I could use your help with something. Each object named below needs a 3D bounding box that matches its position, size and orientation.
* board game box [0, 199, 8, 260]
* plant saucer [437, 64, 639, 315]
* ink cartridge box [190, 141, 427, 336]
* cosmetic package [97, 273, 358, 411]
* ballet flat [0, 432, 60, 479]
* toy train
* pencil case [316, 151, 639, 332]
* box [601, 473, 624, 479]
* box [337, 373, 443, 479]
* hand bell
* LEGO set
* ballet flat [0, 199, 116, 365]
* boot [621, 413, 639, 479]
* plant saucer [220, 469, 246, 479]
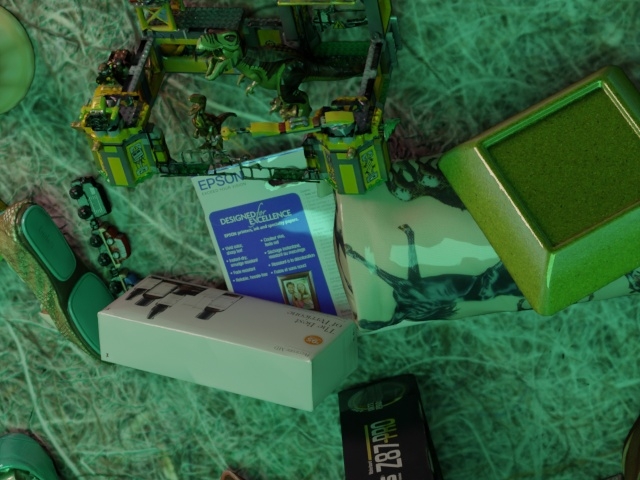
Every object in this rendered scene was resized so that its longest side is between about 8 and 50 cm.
[{"bbox_3d":[-0.432,-0.059,1.929,0.124,0.039,0.259,-41,97,22],"label":"board game box"},{"bbox_3d":[0.221,-0.056,1.614,0.188,0.045,0.188,-29,60,-5],"label":"plant saucer"},{"bbox_3d":[0.000,0.000,1.858,0.206,0.045,0.208,-13,109,16],"label":"ink cartridge box"},{"bbox_3d":[-0.091,0.096,1.836,0.239,0.099,0.060,11,120,25],"label":"cosmetic package"},{"bbox_3d":[-0.286,0.322,2.019,0.083,0.087,0.247,-27,104,19],"label":"ballet flat"},{"bbox_3d":[-0.212,0.007,1.916,0.036,0.027,0.158,-19,106,6],"label":"toy train"},{"bbox_3d":[0.200,-0.027,1.721,0.410,0.183,0.160,-9,137,7],"label":"pencil case"},{"bbox_3d":[0.251,0.347,1.827,0.128,0.257,0.123,-21,103,18],"label":"box"},{"bbox_3d":[0.111,0.368,1.829,0.097,0.318,0.395,-14,108,6],"label":"box"},{"bbox_3d":[-0.366,-0.141,1.771,0.126,0.242,0.126,4,111,9],"label":"hand bell"},{"bbox_3d":[-0.074,-0.183,1.687,0.331,0.255,0.192,8,140,20],"label":"LEGO set"},{"bbox_3d":[-0.268,0.044,1.917,0.067,0.073,0.206,-7,123,37],"label":"ballet flat"},{"bbox_3d":[0.368,0.135,1.801,0.112,0.115,0.305,19,112,7],"label":"boot"},{"bbox_3d":[-0.037,0.407,1.959,0.259,0.047,0.258,37,122,41],"label":"plant saucer"}]
